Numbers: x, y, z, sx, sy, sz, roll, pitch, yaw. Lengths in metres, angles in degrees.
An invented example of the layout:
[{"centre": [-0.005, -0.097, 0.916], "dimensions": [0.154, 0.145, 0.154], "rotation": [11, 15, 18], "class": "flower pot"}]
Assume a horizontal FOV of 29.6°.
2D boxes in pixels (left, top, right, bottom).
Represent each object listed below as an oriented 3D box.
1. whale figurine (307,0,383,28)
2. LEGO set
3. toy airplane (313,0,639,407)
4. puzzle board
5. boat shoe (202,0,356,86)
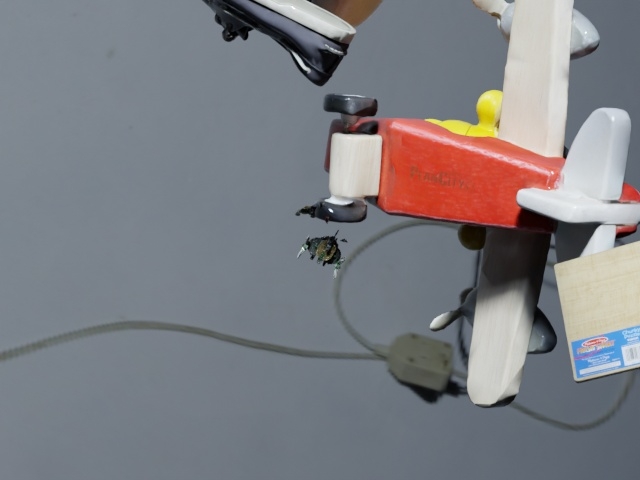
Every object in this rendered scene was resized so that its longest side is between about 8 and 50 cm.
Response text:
[{"centre": [0.045, -0.353, 1.319], "dimensions": [0.141, 0.216, 0.272], "rotation": [36, 63, 4], "class": "whale figurine"}, {"centre": [0.002, -0.002, 1.267], "dimensions": [0.054, 0.023, 0.083], "rotation": [-1, 106, 3], "class": "LEGO set"}, {"centre": [0.210, -0.066, 1.294], "dimensions": [0.272, 0.386, 0.384], "rotation": [-7, 61, -50], "class": "toy airplane"}, {"centre": [0.228, 0.041, 0.825], "dimensions": [0.011, 0.128, 0.096], "rotation": [50, 30, -48], "class": "puzzle board"}, {"centre": [-0.071, -0.205, 1.102], "dimensions": [0.206, 0.075, 0.065], "rotation": [26, 110, 7], "class": "boat shoe"}]
